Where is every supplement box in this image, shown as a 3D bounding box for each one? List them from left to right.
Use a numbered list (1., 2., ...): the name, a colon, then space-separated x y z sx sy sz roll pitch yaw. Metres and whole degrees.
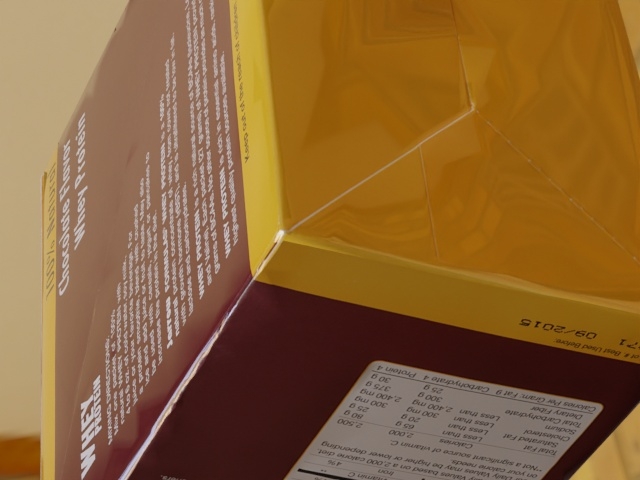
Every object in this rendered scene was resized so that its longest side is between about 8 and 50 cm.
1. supplement box: 0.000 0.000 0.634 0.129 0.191 0.194 13 -45 -21
